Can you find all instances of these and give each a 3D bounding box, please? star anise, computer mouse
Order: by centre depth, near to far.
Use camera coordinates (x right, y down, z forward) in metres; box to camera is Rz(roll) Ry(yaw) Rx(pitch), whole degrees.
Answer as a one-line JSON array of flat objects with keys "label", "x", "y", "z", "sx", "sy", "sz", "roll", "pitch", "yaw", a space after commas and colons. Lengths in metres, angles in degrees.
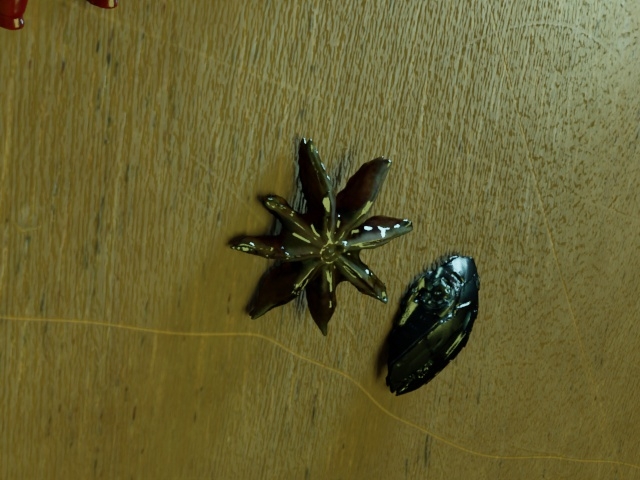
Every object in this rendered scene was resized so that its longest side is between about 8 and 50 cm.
[{"label": "star anise", "x": -0.001, "y": -0.001, "z": 2.180, "sx": 0.288, "sy": 0.088, "sz": 0.288, "roll": -13, "pitch": 118, "yaw": -27}, {"label": "computer mouse", "x": 0.176, "y": 0.131, "z": 2.447, "sx": 0.146, "sy": 0.077, "sz": 0.241, "roll": 36, "pitch": 83, "yaw": -48}]

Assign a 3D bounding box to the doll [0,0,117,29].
[{"label": "doll", "x": -0.269, "y": -0.409, "z": 1.673, "sx": 0.188, "sy": 0.099, "sz": 0.384, "roll": -18, "pitch": 130, "yaw": -41}]
